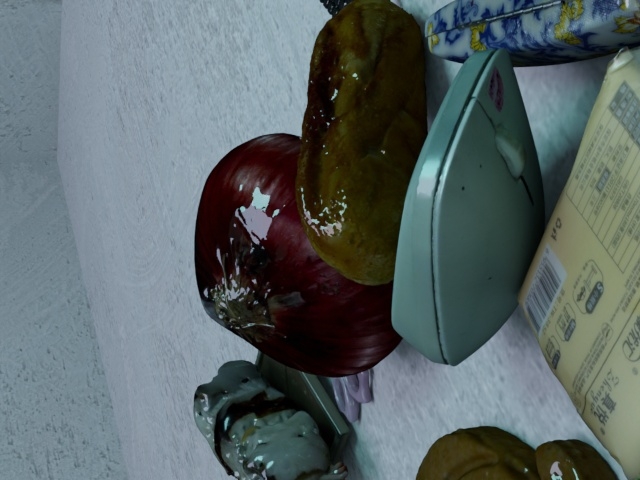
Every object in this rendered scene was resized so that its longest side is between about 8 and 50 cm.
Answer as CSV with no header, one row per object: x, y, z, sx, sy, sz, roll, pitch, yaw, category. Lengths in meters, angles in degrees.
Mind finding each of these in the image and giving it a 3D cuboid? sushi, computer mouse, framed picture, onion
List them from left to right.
-0.076,0.256,1.231,0.332,0.124,0.130,40,145,52,sushi
-0.044,0.264,1.332,0.213,0.016,0.289,55,147,34,framed picture
0.000,0.000,1.008,0.273,0.285,0.273,25,139,23,onion
0.120,-0.007,0.718,0.288,0.097,0.159,90,-155,-59,computer mouse

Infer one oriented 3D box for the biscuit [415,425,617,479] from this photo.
0.176,0.324,0.791,0.394,0.070,0.351,-140,47,-60,biscuit

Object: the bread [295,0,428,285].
0.050,-0.120,0.874,0.084,0.124,0.344,-27,46,43,bread

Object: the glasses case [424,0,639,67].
0.164,-0.156,0.668,0.248,0.086,0.065,-172,82,-64,glasses case

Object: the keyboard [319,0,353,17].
-0.011,-0.351,1.122,0.317,0.027,0.106,-120,32,-43,keyboard

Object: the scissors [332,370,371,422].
0.013,0.118,1.193,0.110,0.021,0.212,115,138,-54,scissors

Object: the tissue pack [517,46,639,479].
0.214,0.012,0.586,0.186,0.090,0.222,-116,31,-45,tissue pack
